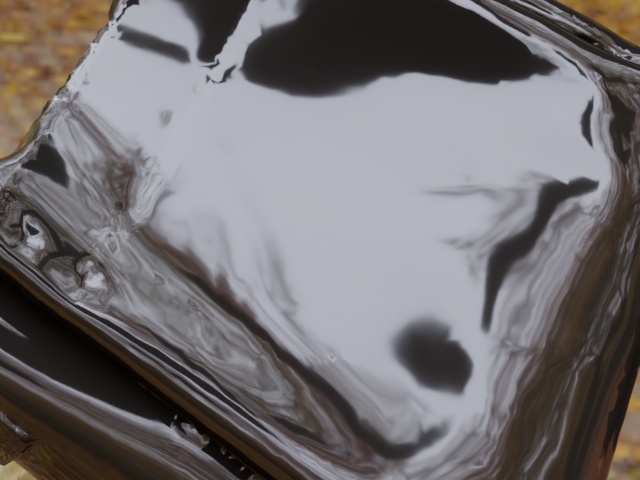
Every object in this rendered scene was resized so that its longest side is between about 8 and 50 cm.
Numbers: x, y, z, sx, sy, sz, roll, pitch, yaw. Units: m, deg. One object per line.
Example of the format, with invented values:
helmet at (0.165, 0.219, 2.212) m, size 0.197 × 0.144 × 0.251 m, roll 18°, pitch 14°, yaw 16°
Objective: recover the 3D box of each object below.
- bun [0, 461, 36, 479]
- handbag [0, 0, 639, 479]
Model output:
bun at (-0.060, 0.127, 1.128) m, size 0.213 × 0.361 × 0.361 m, roll 6°, pitch 14°, yaw -35°
handbag at (0.000, 0.000, 0.646) m, size 0.257 × 0.113 × 0.285 m, roll 35°, pitch 54°, yaw -13°
